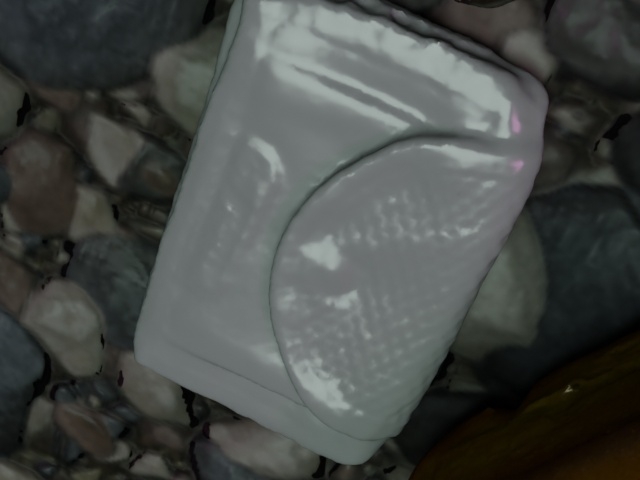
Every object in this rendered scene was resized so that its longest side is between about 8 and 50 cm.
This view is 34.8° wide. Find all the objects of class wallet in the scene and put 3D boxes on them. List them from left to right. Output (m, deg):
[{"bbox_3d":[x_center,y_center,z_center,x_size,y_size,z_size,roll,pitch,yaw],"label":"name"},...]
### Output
[{"bbox_3d":[0.000,0.000,0.385,0.124,0.032,0.183,26,121,6],"label":"wallet"}]

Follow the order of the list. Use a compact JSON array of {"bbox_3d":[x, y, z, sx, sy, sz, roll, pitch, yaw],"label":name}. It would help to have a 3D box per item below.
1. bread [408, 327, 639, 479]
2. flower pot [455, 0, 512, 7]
[{"bbox_3d":[0.132,0.077,0.347,0.245,0.102,0.094,-31,110,28],"label":"bread"},{"bbox_3d":[0.046,-0.183,0.251,0.179,0.084,0.251,-15,111,23],"label":"flower pot"}]
